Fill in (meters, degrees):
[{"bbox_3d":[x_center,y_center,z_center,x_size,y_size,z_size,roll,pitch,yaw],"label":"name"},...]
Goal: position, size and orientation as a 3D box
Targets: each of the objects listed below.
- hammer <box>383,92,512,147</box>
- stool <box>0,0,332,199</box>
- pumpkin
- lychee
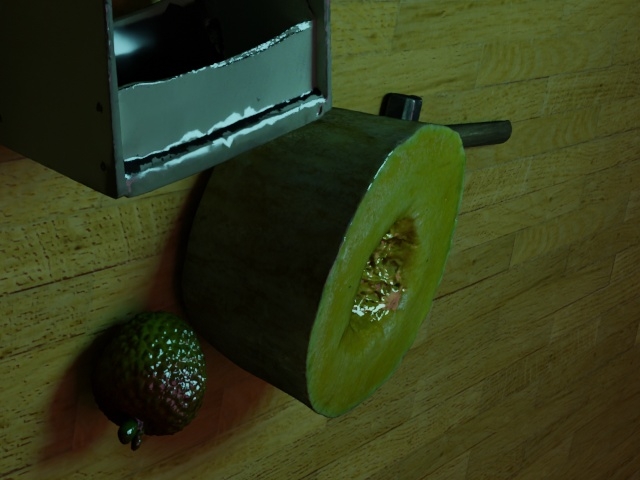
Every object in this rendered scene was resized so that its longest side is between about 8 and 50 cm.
[{"bbox_3d":[0.173,-0.141,1.837,0.365,0.043,0.111,-12,115,-59],"label":"hammer"},{"bbox_3d":[-0.131,-0.206,1.116,0.243,0.170,0.270,-27,129,-40],"label":"stool"},{"bbox_3d":[0.000,0.000,1.488,0.332,0.199,0.332,-44,149,-35],"label":"pumpkin"},{"bbox_3d":[-0.168,0.136,1.347,0.114,0.114,0.146,61,35,-53],"label":"lychee"}]
